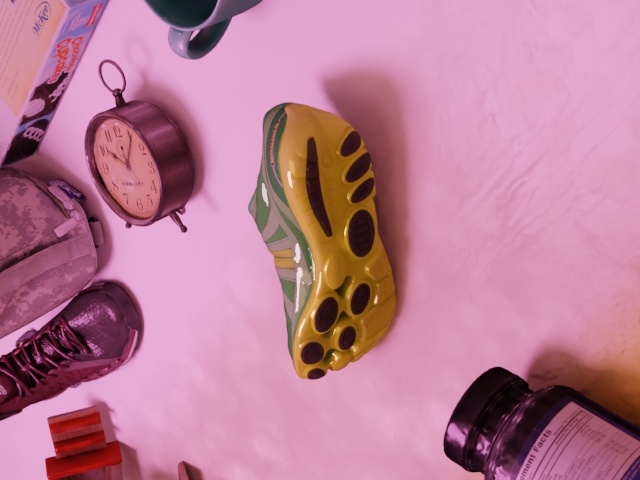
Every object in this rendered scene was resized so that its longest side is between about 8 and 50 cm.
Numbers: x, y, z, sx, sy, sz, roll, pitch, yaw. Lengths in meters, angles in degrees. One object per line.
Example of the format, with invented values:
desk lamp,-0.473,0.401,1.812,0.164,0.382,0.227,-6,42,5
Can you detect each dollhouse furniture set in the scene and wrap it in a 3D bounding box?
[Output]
dollhouse furniture set,-0.292,0.333,1.596,0.259,0.262,0.135,-128,28,-64

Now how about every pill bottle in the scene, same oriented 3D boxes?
pill bottle,0.215,0.196,1.047,0.219,0.123,0.123,30,133,32

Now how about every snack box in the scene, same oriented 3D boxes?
snack box,-0.357,-0.243,1.434,0.187,0.060,0.322,53,141,8

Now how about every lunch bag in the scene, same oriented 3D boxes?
lunch bag,-0.441,0.041,1.519,0.256,0.305,0.212,9,122,48

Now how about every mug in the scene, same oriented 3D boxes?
mug,-0.102,-0.254,1.123,0.129,0.097,0.158,55,142,4

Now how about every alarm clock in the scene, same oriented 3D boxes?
alarm clock,-0.196,-0.102,1.347,0.129,0.064,0.192,5,119,46

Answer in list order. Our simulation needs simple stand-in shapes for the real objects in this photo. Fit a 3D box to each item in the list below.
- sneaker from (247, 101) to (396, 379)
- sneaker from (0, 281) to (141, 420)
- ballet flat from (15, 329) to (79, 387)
sneaker,0.000,0.000,1.192,0.123,0.109,0.295,-132,32,-51
sneaker,-0.348,0.160,1.576,0.281,0.162,0.106,-38,84,40
ballet flat,-0.379,0.170,1.736,0.114,0.041,0.041,40,137,22
